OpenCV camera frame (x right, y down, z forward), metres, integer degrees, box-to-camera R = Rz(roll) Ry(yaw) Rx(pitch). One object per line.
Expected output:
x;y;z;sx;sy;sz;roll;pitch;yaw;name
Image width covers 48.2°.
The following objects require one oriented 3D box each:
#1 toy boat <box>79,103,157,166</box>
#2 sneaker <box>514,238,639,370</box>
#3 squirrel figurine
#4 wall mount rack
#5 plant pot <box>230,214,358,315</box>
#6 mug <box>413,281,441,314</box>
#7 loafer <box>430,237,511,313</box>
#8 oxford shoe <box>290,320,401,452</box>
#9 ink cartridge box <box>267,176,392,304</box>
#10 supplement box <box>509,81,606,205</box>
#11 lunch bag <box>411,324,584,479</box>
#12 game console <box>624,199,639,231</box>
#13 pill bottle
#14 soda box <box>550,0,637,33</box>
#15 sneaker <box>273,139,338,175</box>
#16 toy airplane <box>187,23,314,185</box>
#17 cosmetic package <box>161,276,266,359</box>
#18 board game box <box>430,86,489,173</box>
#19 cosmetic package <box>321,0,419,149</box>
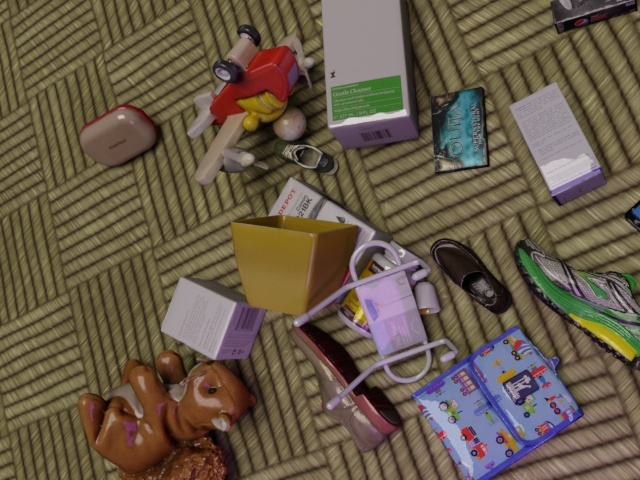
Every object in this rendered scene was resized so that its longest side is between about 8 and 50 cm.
-0.582;-0.322;2.066;0.231;0.151;0.151;-23;42;21;toy boat
0.540;0.105;1.442;0.343;0.134;0.146;39;93;17;sneaker
-0.338;0.467;1.766;0.370;0.281;0.397;-13;90;14;squirrel figurine
0.115;0.190;1.519;0.304;0.130;0.350;-21;105;-1;wall mount rack
-0.059;0.054;1.571;0.212;0.212;0.187;8;99;27;plant pot
0.230;0.130;1.617;0.078;0.062;0.064;-9;70;14;mug
0.325;0.070;1.567;0.220;0.078;0.080;42;101;25;loafer
0.026;0.334;1.651;0.130;0.123;0.348;-50;63;17;oxford shoe
0.000;0.000;1.720;0.273;0.114;0.197;34;98;27;ink cartridge box
0.499;-0.202;1.507;0.114;0.111;0.220;-28;71;20;supplement box
0.377;0.337;1.489;0.293;0.138;0.221;-36;66;4;lunch bag
0.685;-0.059;1.417;0.071;0.107;0.122;43;103;-3;game console
0.140;0.110;1.630;0.117;0.117;0.215;36;98;26;pill bottle
0.590;-0.507;1.545;0.169;0.053;0.060;-12;77;24;soda box
-0.050;-0.220;1.796;0.192;0.086;0.064;24;93;28;sneaker
-0.166;-0.331;1.783;0.272;0.384;0.386;33;109;-14;toy airplane
-0.267;0.196;1.799;0.183;0.151;0.151;21;92;28;cosmetic package
0.320;-0.253;1.652;0.126;0.026;0.186;-7;79;25;board game box
0.116;-0.418;1.686;0.197;0.155;0.365;-8;75;15;cosmetic package
